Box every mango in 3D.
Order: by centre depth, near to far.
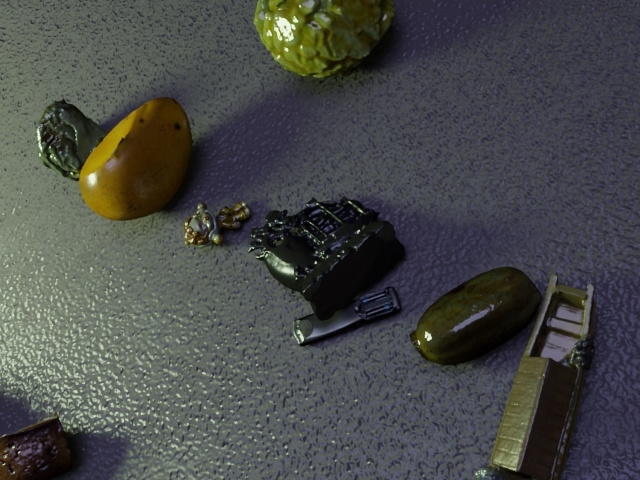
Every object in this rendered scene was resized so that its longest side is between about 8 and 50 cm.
[{"bbox_3d":[-0.372,-0.166,1.773,0.160,0.191,0.290,29,83,50],"label":"mango"}]

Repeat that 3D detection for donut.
[{"bbox_3d":[-0.581,0.420,1.624,0.186,0.144,0.126,-22,82,-21],"label":"donut"}]

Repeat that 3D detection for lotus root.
[{"bbox_3d":[0.276,0.137,1.477,0.241,0.124,0.123,-34,44,1],"label":"lotus root"}]

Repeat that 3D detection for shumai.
[{"bbox_3d":[-0.527,-0.220,1.856,0.141,0.184,0.184,2,68,11],"label":"shumai"}]

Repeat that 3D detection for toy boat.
[{"bbox_3d":[0.352,0.272,1.375,0.136,0.162,0.446,14,72,25],"label":"toy boat"}]

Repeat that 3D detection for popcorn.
[{"bbox_3d":[0.000,-0.472,1.764,0.282,0.247,0.282,-18,48,22],"label":"popcorn"}]

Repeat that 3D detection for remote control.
[{"bbox_3d":[0.049,0.144,1.599,0.212,0.028,0.059,-21,64,8],"label":"remote control"}]

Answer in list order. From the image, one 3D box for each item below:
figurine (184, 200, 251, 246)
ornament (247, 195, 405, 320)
[{"bbox_3d":[-0.219,-0.039,1.747,0.101,0.068,0.143,34,68,23],"label":"figurine"},{"bbox_3d":[0.000,0.000,1.646,0.251,0.106,0.260,-36,46,-7],"label":"ornament"}]
